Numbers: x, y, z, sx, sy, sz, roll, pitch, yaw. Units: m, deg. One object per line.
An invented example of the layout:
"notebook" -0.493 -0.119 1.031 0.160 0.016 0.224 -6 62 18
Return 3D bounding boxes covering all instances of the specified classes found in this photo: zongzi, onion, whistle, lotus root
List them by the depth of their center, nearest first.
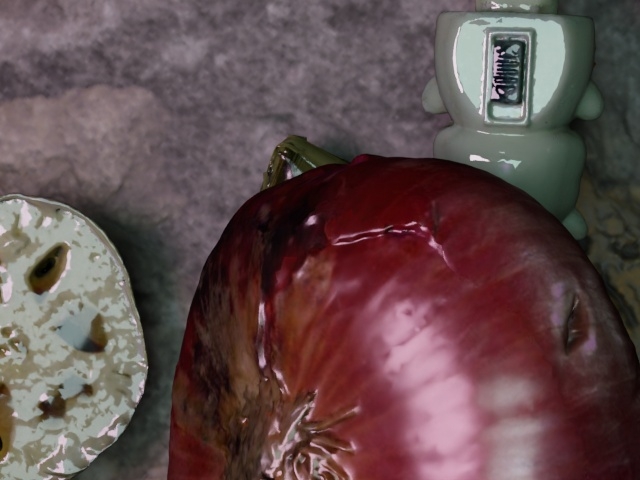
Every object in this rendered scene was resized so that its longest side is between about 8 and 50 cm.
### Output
"onion" 0.071 0.119 0.936 0.347 0.285 0.348 3 93 53
"whistle" 0.119 -0.100 0.986 0.101 0.106 0.253 -2 98 -19
"zongzi" 0.000 0.000 1.041 0.104 0.052 0.113 27 109 5
"lotus root" -0.209 0.068 1.069 0.183 0.078 0.204 -11 95 -2
